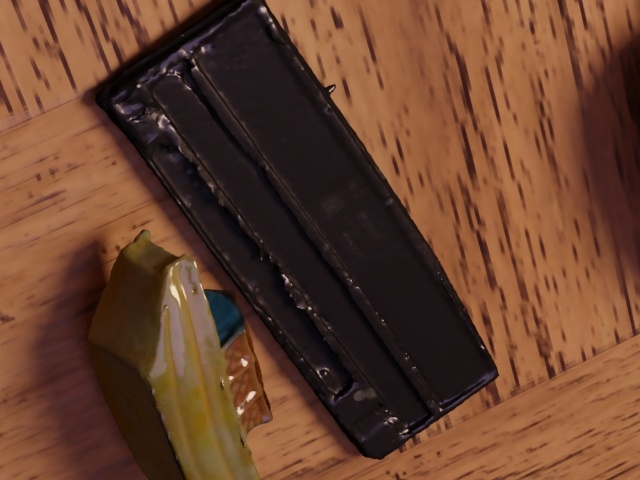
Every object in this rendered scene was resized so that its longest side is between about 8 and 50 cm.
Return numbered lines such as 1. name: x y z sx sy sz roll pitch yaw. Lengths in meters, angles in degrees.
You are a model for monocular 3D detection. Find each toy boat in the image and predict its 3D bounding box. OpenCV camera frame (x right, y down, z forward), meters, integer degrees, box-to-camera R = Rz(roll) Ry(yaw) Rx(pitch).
1. toy boat: -0.052 0.070 0.835 0.066 0.065 0.172 -37 131 -27

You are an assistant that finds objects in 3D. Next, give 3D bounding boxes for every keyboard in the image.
1. keyboard: 0.000 0.000 0.845 0.087 0.017 0.250 -36 125 -2
